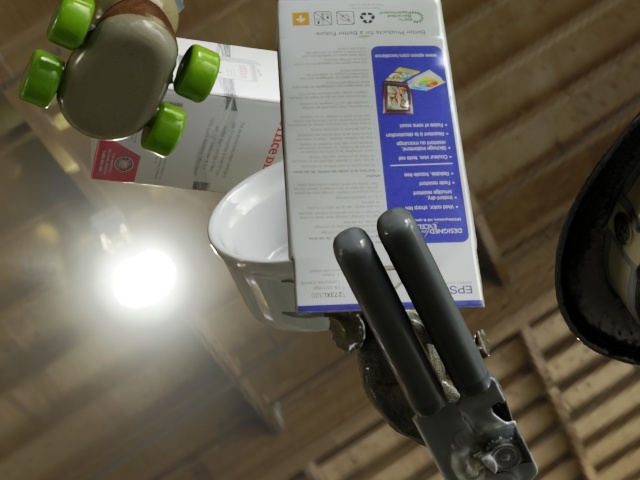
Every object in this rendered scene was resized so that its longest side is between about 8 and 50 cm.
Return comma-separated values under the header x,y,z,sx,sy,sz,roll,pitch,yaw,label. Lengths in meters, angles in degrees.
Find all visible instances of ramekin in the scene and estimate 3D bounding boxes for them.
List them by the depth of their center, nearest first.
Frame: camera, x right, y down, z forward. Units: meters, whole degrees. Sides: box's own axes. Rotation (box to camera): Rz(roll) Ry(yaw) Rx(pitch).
x,y,z,sx,sy,sz,roll,pitch,yaw,label
0.000,0.000,1.535,0.277,0.277,0.135,-26,-58,-11,ramekin

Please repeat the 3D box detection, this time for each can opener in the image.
x,y,z,sx,sy,sz,roll,pitch,yaw,label
0.095,0.097,0.935,0.076,0.095,0.283,-25,-70,6,can opener

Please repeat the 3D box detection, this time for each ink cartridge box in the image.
x,y,z,sx,sy,sz,roll,pitch,yaw,label
0.051,-0.085,1.139,0.176,0.371,0.069,-2,-32,-4,ink cartridge box
-0.179,-0.177,1.659,0.283,0.117,0.207,5,-39,-17,ink cartridge box

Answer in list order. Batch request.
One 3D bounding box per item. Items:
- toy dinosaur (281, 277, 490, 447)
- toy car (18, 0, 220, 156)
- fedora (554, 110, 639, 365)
x,y,z,sx,sy,sz,roll,pitch,yaw,label
0.101,0.136,1.255,0.160,0.121,0.313,-21,-71,22,toy dinosaur
-0.191,-0.203,1.122,0.155,0.188,0.149,21,-50,-22,toy car
0.311,0.013,0.704,0.334,0.152,0.334,-11,-40,-10,fedora
